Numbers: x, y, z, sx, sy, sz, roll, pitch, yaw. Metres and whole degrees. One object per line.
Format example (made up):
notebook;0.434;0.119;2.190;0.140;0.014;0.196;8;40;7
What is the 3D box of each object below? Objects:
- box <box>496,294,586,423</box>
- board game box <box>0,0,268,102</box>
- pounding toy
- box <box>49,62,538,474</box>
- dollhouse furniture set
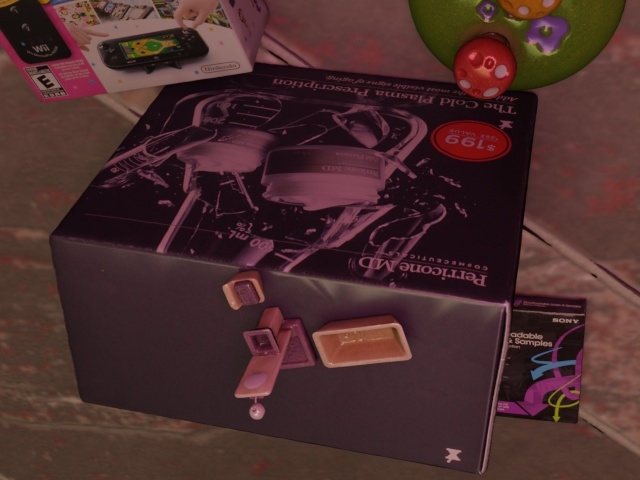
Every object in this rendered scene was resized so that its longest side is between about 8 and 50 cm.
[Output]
box;0.223;0.128;1.081;0.116;0.029;0.162;3;126;14
board game box;-0.200;-0.264;0.820;0.224;0.098;0.303;-6;138;19
pounding toy;0.179;-0.185;0.803;0.236;0.110;0.183;-1;126;18
box;0.000;0.000;0.866;0.343;0.312;0.179;8;128;10
dollhouse furniture set;-0.006;0.071;0.670;0.114;0.081;0.091;-9;121;21
